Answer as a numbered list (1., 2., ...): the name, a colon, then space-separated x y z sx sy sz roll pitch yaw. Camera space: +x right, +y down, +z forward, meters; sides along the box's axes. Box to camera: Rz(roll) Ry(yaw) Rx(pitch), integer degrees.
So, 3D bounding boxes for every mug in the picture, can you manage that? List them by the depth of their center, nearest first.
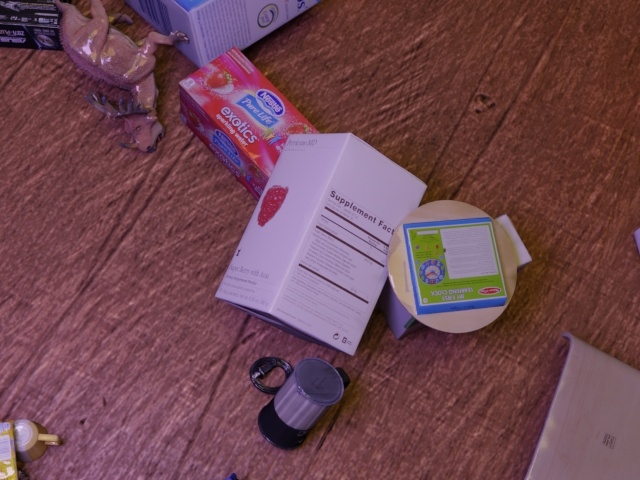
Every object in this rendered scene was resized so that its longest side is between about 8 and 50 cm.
1. mug: -0.438 0.293 1.403 0.078 0.064 0.062 -26 73 -16

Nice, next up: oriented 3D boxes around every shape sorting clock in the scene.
1. shape sorting clock: 0.199 0.039 1.417 0.206 0.040 0.206 4 71 -12

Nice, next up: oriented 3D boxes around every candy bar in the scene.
1. candy bar: -0.447 0.332 1.330 0.040 0.018 0.161 -7 68 -15

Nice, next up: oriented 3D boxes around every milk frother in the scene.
1. milk frother: -0.043 0.220 1.439 0.143 0.134 0.129 41 39 7

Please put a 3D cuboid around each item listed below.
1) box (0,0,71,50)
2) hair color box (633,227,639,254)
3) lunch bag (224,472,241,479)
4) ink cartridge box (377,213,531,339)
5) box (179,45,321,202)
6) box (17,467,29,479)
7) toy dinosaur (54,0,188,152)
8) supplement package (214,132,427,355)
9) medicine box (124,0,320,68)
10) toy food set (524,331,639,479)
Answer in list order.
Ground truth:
1. box: -0.545 -0.427 1.675 0.180 0.077 0.147 2 68 -6
2. hair color box: 0.645 0.108 1.543 0.105 0.174 0.347 -5 69 -10
3. lunch bag: -0.138 0.513 1.306 0.221 0.138 0.293 39 80 6
4. ink cartridge box: 0.212 0.060 1.519 0.219 0.160 0.092 -24 75 -15
5. box: -0.115 -0.189 1.603 0.128 0.122 0.257 -38 77 -20
6. box: -0.612 0.400 1.333 0.242 0.076 0.307 30 68 5
7. toy dinosaur: -0.361 -0.304 1.585 0.296 0.127 0.200 37 74 -3
8. supplement package: 0.000 0.000 1.448 0.175 0.177 0.292 30 78 -32
9. medicine box: -0.181 -0.485 1.667 0.289 0.149 0.263 -37 61 -19
10. toy food set: 0.436 0.324 1.489 0.220 0.092 0.306 28 69 -7
